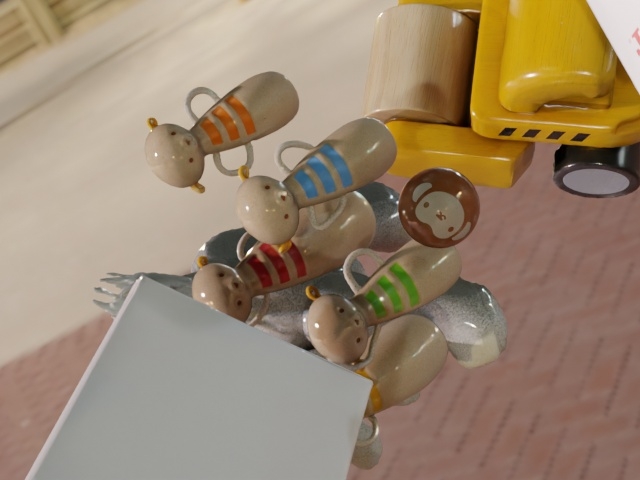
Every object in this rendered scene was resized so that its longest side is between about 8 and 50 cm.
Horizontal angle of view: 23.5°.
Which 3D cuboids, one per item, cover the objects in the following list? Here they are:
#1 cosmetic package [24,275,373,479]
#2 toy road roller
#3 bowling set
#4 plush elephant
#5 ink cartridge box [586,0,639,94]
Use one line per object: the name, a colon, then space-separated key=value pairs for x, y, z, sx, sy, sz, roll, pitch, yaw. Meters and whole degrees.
cosmetic package: x=-0.103 y=0.205 z=0.745 sx=0.365 sy=0.155 sz=0.197 roll=-67 pitch=2 yaw=-57
toy road roller: x=0.206 y=-0.187 z=1.602 sx=0.330 sy=0.202 sz=0.240 roll=5 pitch=-19 yaw=9
bowling set: x=0.000 y=0.000 z=1.055 sx=0.154 sy=0.287 sz=0.200 roll=-32 pitch=0 yaw=-26
plush elephant: x=-0.028 y=0.128 z=1.319 sx=0.330 sy=0.255 sz=0.272 roll=-9 pitch=29 yaw=-23
ink cartridge box: x=0.272 y=-0.337 z=1.122 sx=0.166 sy=0.395 sz=0.285 roll=-15 pitch=-22 yaw=-23
